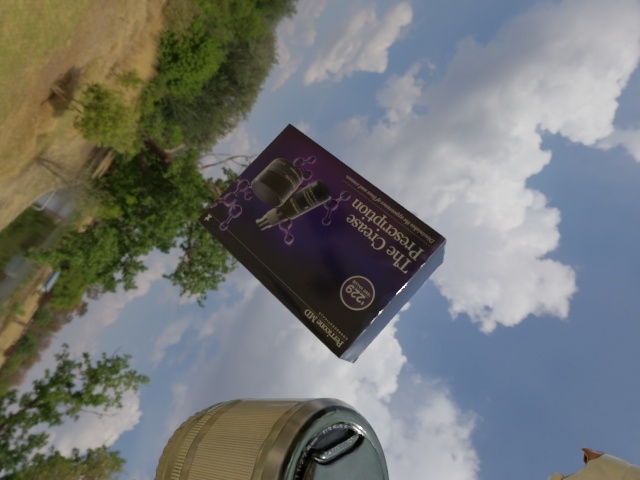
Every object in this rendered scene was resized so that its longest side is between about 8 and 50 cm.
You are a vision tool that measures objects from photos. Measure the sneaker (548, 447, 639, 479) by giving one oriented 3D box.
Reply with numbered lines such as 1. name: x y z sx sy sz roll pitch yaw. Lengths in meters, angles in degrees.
1. sneaker: 0.406 0.462 0.678 0.290 0.105 0.123 -38 -151 -28

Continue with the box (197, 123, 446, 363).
1. box: 0.000 0.000 0.558 0.261 0.103 0.184 40 -93 22

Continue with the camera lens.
1. camera lens: -0.064 0.325 0.569 0.274 0.219 0.219 -18 -137 40
